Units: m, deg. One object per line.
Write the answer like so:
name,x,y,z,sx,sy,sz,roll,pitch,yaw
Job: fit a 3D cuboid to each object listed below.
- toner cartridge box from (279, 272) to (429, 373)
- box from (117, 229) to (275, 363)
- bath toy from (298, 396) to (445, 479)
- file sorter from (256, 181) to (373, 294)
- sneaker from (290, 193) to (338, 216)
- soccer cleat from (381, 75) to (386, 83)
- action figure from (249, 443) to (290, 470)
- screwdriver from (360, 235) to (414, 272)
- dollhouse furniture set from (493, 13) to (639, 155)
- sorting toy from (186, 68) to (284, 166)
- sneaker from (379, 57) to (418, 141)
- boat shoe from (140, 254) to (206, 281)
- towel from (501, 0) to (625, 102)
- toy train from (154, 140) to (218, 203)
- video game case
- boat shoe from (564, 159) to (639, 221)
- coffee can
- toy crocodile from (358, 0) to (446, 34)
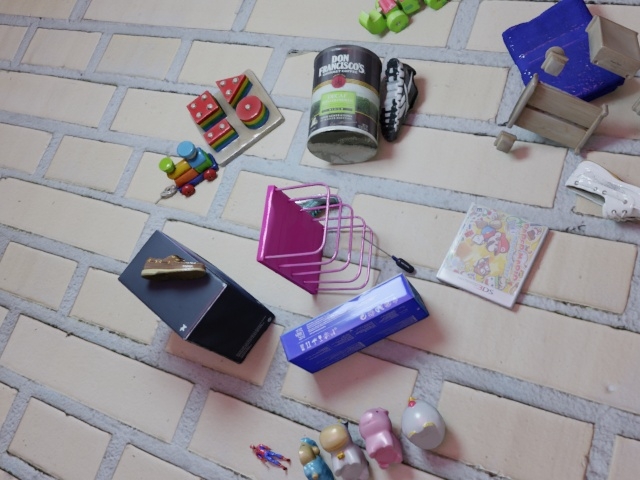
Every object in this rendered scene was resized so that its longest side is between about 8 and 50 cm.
toner cartridge box,0.087,0.214,1.643,0.348,0.165,0.075,-28,61,10
box,-0.326,0.155,1.767,0.296,0.294,0.182,34,85,30
bath toy,0.122,0.463,1.554,0.348,0.151,0.129,-26,26,11
file sorter,0.000,0.000,1.684,0.182,0.291,0.202,-4,68,27
sneaker,-0.025,-0.090,1.885,0.166,0.065,0.076,-8,83,23
soccer cleat,0.223,-0.485,1.951,0.083,0.029,0.035,-22,58,8
action figure,-0.134,0.549,1.678,0.115,0.030,0.038,16,81,30
screwdriver,0.176,0.032,1.701,0.025,0.170,0.024,-47,15,21
dollhouse furniture set,0.657,-0.349,1.643,0.303,0.355,0.173,23,45,-1
sorting toy,-0.287,-0.413,2.102,0.255,0.089,0.257,-36,60,6
sneaker,0.234,-0.397,1.880,0.078,0.106,0.234,10,95,58
boat shoe,-0.362,0.063,1.614,0.178,0.064,0.060,-3,67,22
towel,0.644,-0.485,1.752,0.228,0.076,0.308,-25,62,20
toy train,-0.460,-0.208,2.059,0.248,0.143,0.105,-33,60,7
video game case,0.431,0.033,1.651,0.206,0.026,0.227,23,79,29
boat shoe,0.704,-0.085,1.547,0.096,0.098,0.277,-47,50,0
coffee can,0.071,-0.386,1.875,0.202,0.201,0.275,-4,68,22
toy crocodile,0.272,-0.740,1.990,0.341,0.105,0.115,-29,61,9
